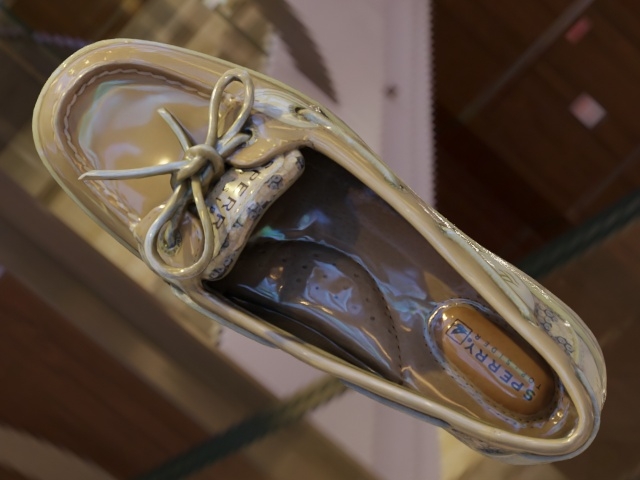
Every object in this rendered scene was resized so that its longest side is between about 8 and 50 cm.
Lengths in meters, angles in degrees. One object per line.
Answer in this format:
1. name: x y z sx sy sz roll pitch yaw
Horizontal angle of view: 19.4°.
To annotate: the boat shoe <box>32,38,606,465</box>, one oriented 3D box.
1. boat shoe: 0.000 0.000 0.804 0.104 0.285 0.089 -61 -4 2
